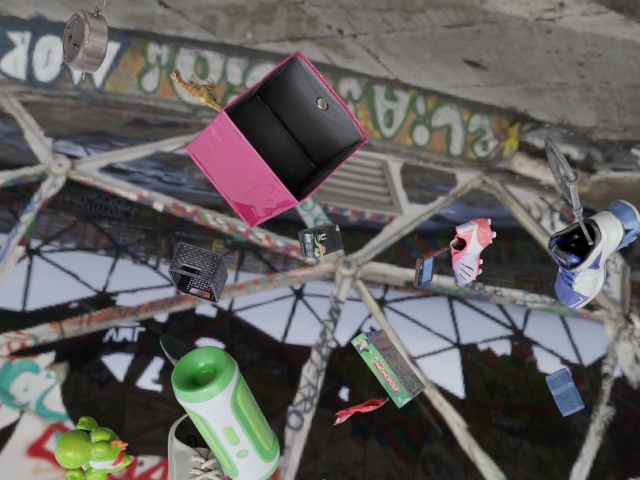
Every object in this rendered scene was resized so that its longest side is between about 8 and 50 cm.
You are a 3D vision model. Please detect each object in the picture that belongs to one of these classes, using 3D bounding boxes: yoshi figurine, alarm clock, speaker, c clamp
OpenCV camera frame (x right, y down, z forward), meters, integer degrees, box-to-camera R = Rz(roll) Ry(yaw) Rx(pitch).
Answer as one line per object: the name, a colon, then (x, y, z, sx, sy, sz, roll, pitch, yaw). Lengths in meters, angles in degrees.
yoshi figurine: (-0.715, 0.648, 2.138, 0.203, 0.203, 0.362, 45, 148, 12)
alarm clock: (-0.508, -0.450, 1.527, 0.064, 0.192, 0.129, 8, -145, -44)
speaker: (-0.173, 0.337, 1.335, 0.131, 0.131, 0.296, 5, 134, 30)
c clamp: (0.387, -0.086, 1.092, 0.022, 0.137, 0.160, -26, 142, 12)

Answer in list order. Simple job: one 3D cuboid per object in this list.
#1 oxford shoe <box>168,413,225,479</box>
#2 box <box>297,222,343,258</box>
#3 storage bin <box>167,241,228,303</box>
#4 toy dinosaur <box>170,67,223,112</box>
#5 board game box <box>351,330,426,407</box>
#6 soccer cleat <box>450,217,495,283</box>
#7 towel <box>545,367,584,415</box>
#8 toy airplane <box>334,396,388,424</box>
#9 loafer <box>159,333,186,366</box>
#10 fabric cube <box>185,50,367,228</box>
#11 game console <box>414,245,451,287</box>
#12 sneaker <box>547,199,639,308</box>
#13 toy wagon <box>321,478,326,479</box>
oxford shoe: (-0.306, 0.620, 1.785, 0.169, 0.130, 0.449, 9, -140, -25)
box: (0.000, 0.000, 1.600, 0.083, 0.062, 0.052, -18, -165, -33)
storage bin: (-0.318, 0.087, 1.845, 0.122, 0.084, 0.180, 16, 158, 5)
toy dinosaur: (-0.293, -0.364, 1.807, 0.211, 0.064, 0.112, 34, -150, -1)
board game box: (0.197, 0.352, 1.971, 0.046, 0.213, 0.317, -38, 166, 8)
soccer cleat: (0.351, 0.029, 1.716, 0.095, 0.083, 0.248, -7, 149, -9)
towel: (0.655, 0.406, 1.884, 0.067, 0.119, 0.029, -32, 140, 22)
toy airplane: (0.099, 0.414, 1.729, 0.151, 0.028, 0.151, -20, 165, -5)
loafer: (-0.451, 0.370, 2.217, 0.062, 0.170, 0.061, -34, 174, -35)
fabric cube: (-0.102, -0.219, 1.596, 0.254, 0.259, 0.258, 50, 151, -9)
game console: (0.313, 0.064, 1.866, 0.085, 0.124, 0.144, 9, -171, 25)
sneaker: (0.618, 0.039, 1.704, 0.182, 0.127, 0.315, -13, 141, -24)
toy wagon: (0.012, 0.849, 1.969, 0.068, 0.267, 0.344, -41, 170, 39)
